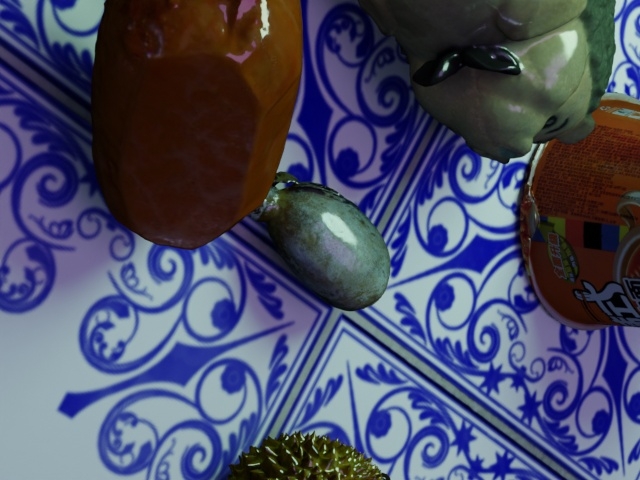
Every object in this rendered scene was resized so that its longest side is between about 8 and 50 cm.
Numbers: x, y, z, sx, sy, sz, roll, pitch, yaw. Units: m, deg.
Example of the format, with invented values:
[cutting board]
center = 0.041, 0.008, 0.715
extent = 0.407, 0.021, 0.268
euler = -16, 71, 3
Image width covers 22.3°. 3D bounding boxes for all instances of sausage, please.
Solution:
[sausage]
center = -0.095, -0.111, 1.218
extent = 0.153, 0.141, 0.268
euler = 8, 137, -4

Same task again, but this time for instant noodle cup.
[instant noodle cup]
center = 0.348, -0.019, 1.602
extent = 0.250, 0.192, 0.250
euler = -7, 101, -38

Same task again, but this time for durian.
[durian]
center = -0.013, 0.241, 1.396
extent = 0.168, 0.137, 0.158
euler = -24, 133, -25

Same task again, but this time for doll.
[doll]
center = 0.141, -0.218, 1.389
extent = 0.247, 0.247, 0.349
euler = -51, 139, -21

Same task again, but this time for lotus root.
[lotus root]
center = 0.002, -0.001, 1.403
extent = 0.165, 0.088, 0.088
euler = 45, 69, -24
